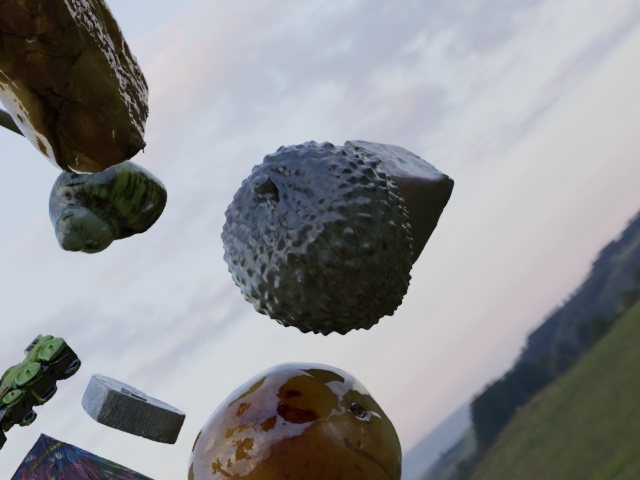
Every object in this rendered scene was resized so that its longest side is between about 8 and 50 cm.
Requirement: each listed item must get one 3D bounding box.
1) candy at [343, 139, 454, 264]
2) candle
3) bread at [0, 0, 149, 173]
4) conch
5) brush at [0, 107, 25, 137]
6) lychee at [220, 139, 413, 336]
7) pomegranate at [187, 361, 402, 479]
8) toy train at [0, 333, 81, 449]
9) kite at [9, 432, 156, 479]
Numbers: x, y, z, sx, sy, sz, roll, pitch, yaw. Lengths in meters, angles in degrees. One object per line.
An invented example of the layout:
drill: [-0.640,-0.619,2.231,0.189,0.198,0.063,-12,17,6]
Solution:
candy: [0.087,-0.050,2.060,0.195,0.137,0.185,2,-59,-53]
candle: [-0.336,0.289,2.320,0.068,0.192,0.168,-69,-20,-1]
bread: [-0.332,-0.237,1.592,0.148,0.344,0.195,-14,40,14]
conch: [-0.368,-0.056,2.253,0.124,0.187,0.181,45,-119,-70]
brush: [-0.445,-0.172,1.738,0.039,0.042,0.299,-51,-38,8]
lychee: [0.000,0.000,1.799,0.255,0.255,0.274,-43,-48,11]
pomegranate: [-0.042,0.325,1.920,0.319,0.319,0.319,-40,-9,-8]
toy train: [-0.387,0.211,1.623,0.085,0.053,0.250,-1,38,43]
kite: [-0.412,0.382,2.073,0.321,0.234,0.016,-18,-42,-11]
